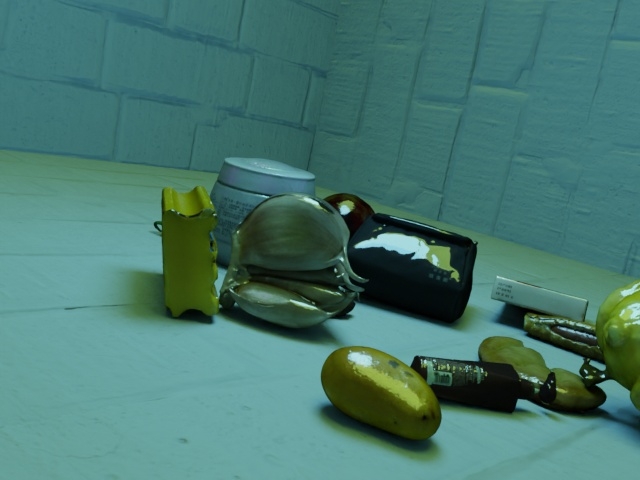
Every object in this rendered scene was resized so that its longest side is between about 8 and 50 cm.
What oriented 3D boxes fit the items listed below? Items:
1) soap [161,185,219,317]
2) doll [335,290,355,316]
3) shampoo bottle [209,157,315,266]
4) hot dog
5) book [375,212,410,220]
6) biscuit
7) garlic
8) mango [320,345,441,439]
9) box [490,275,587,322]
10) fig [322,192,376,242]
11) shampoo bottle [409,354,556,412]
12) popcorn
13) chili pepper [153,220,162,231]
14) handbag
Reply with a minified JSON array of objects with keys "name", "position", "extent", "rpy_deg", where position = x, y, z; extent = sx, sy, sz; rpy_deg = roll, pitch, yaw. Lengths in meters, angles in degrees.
[{"name":"soap","position":[-0.254,0.013,1.364],"extent":[0.096,0.204,0.324],"rpy_deg":[-2,11,-13]},{"name":"doll","position":[0.016,0.121,1.497],"extent":[0.139,0.057,0.165],"rpy_deg":[16,5,44]},{"name":"shampoo bottle","position":[-0.144,-0.066,1.760],"extent":[0.272,0.267,0.273],"rpy_deg":[12,10,-2]},{"name":"hot dog","position":[0.580,0.219,1.564],"extent":[0.288,0.068,0.083],"rpy_deg":[14,-15,39]},{"name":"book","position":[0.130,-0.002,2.034],"extent":[0.231,0.162,0.022],"rpy_deg":[11,14,1]},{"name":"biscuit","position":[0.375,0.232,1.293],"extent":[0.154,0.045,0.299],"rpy_deg":[7,10,-21]},{"name":"garlic","position":[-0.052,0.042,1.329],"extent":[0.291,0.210,0.237],"rpy_deg":[-2,37,8]},{"name":"mango","position":[0.084,0.204,0.966],"extent":[0.178,0.090,0.115],"rpy_deg":[19,21,22]},{"name":"box","position":[0.563,0.150,1.803],"extent":[0.214,0.069,0.353],"rpy_deg":[15,-1,21]},{"name":"fig","position":[0.000,0.000,1.951],"extent":[0.320,0.217,0.217],"rpy_deg":[-17,-5,27]},{"name":"shampoo bottle","position":[0.257,0.223,1.121],"extent":[0.236,0.068,0.067],"rpy_deg":[11,7,-11]},{"name":"popcorn","position":[0.602,0.181,1.166],"extent":[0.315,0.281,0.297],"rpy_deg":[-5,46,-42]},{"name":"chili pepper","position":[-0.321,-0.026,1.931],"extent":[0.256,0.074,0.100],"rpy_deg":[14,6,-13]},{"name":"handbag","position":[0.222,0.027,1.677],"extent":[0.301,0.178,0.275],"rpy_deg":[16,45,16]}]
